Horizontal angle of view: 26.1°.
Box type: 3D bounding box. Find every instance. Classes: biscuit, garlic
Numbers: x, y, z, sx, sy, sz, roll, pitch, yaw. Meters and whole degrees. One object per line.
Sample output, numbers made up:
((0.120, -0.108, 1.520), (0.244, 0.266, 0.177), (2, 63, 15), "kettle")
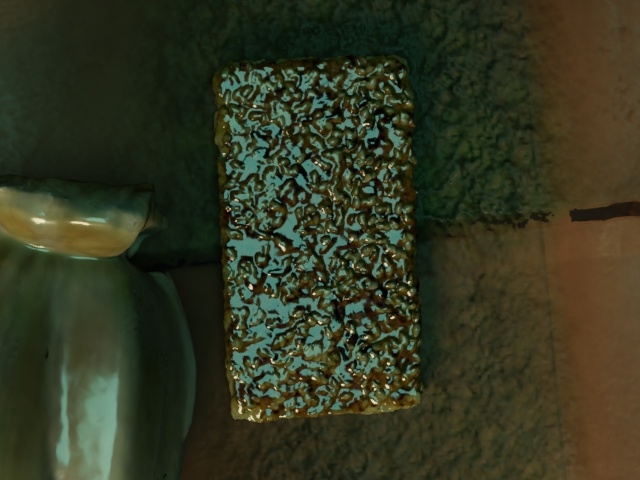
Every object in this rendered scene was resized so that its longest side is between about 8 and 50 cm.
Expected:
((0.000, 0.000, 0.866), (0.131, 0.025, 0.231), (-4, 95, -8), "biscuit")
((-0.215, 0.103, 0.790), (0.279, 0.132, 0.325), (16, 87, -5), "garlic")
